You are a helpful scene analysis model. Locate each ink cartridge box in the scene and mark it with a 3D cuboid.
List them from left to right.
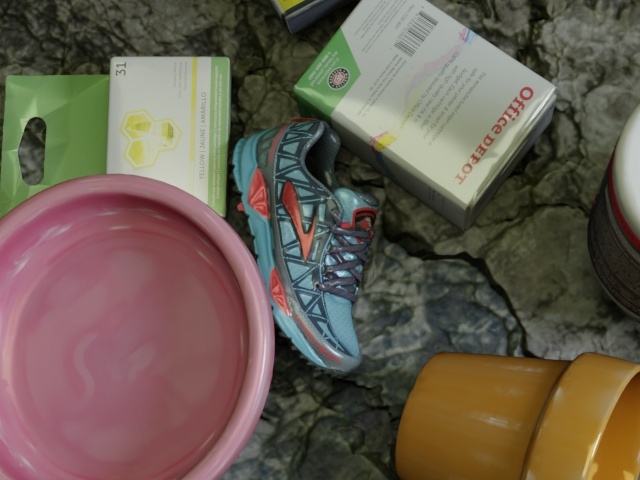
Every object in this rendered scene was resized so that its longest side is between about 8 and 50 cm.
[{"bbox_3d":[-0.207,-0.096,1.716,0.235,0.056,0.171,0,75,1],"label":"ink cartridge box"},{"bbox_3d":[0.104,-0.135,1.689,0.212,0.093,0.154,35,80,13],"label":"ink cartridge box"}]

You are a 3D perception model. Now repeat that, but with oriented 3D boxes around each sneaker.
[{"bbox_3d":[0.000,0.000,1.633,0.125,0.104,0.262,-24,73,20],"label":"sneaker"}]

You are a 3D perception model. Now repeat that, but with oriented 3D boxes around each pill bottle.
[{"bbox_3d":[0.331,-0.018,1.528,0.176,0.318,0.176,-1,74,2],"label":"pill bottle"}]

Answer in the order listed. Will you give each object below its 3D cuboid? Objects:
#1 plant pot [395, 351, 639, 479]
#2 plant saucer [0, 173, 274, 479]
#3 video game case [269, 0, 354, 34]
[{"bbox_3d":[0.178,0.186,1.556,0.188,0.205,0.205,15,75,24],"label":"plant pot"},{"bbox_3d":[-0.194,0.105,1.613,0.332,0.084,0.332,-3,79,17],"label":"plant saucer"},{"bbox_3d":[0.031,-0.370,1.760,0.275,0.035,0.248,-29,64,-3],"label":"video game case"}]
